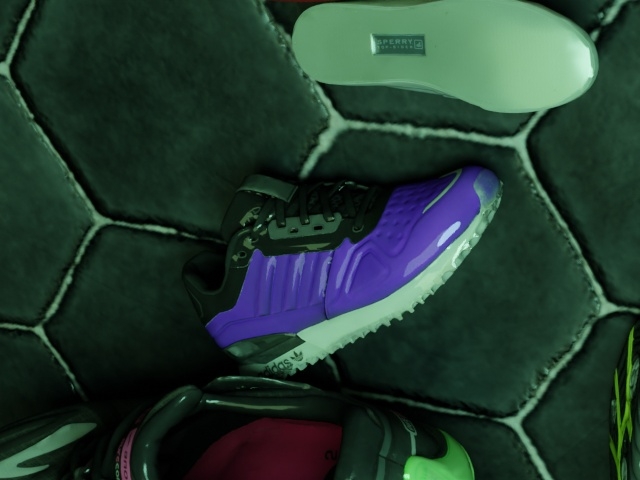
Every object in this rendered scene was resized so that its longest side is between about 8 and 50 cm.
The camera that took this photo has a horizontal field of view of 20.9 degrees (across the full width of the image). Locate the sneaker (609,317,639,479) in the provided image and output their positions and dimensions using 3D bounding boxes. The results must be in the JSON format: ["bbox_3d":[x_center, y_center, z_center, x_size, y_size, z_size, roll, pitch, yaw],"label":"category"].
[{"bbox_3d":[0.300,0.222,1.320,0.147,0.145,0.385,-4,111,6],"label":"sneaker"}]

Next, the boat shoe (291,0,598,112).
[{"bbox_3d":[0.094,-0.141,1.225,0.227,0.081,0.079,8,108,26],"label":"boat shoe"}]

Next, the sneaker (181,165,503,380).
[{"bbox_3d":[-0.001,0.001,1.334,0.293,0.102,0.146,-33,102,34],"label":"sneaker"}]

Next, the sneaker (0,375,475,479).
[{"bbox_3d":[-0.119,0.178,1.377,0.482,0.185,0.202,-9,148,27],"label":"sneaker"}]
